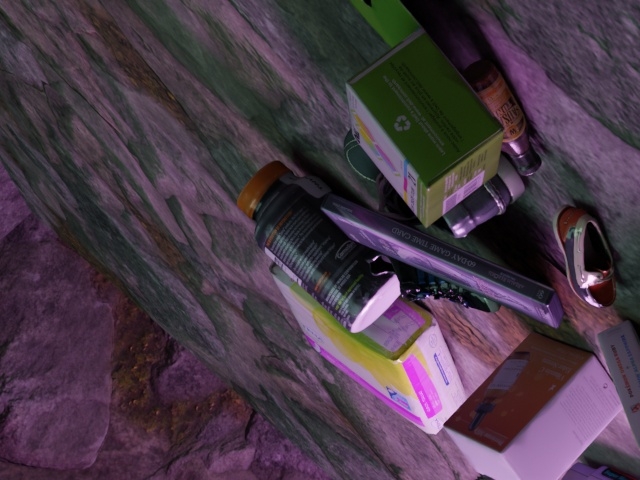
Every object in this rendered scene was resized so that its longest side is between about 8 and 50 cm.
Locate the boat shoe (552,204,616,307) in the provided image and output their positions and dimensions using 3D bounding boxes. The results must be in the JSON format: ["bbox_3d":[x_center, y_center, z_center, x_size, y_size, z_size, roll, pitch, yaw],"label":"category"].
[{"bbox_3d":[0.280,0.021,1.651,0.043,0.049,0.137,24,149,49],"label":"boat shoe"}]

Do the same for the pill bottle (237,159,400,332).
[{"bbox_3d":[0.000,0.000,2.183,0.246,0.130,0.130,43,165,12],"label":"pill bottle"}]

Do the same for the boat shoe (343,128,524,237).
[{"bbox_3d":[0.098,-0.071,1.791,0.116,0.099,0.319,52,165,-27],"label":"boat shoe"}]

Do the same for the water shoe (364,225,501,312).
[{"bbox_3d":[0.141,0.054,2.037,0.203,0.080,0.073,33,161,41],"label":"water shoe"}]

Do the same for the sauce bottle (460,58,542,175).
[{"bbox_3d":[0.180,-0.118,1.569,0.042,0.042,0.128,23,155,55],"label":"sauce bottle"}]

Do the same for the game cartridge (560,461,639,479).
[{"bbox_3d":[0.482,0.417,2.113,0.230,0.068,0.355,57,162,-22],"label":"game cartridge"}]

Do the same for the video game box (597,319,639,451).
[{"bbox_3d":[0.374,0.218,1.740,0.205,0.048,0.187,57,-168,-35],"label":"video game box"}]

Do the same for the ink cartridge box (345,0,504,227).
[{"bbox_3d":[0.064,-0.155,1.578,0.255,0.097,0.189,52,176,11],"label":"ink cartridge box"}]

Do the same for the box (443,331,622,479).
[{"bbox_3d":[0.260,0.212,1.954,0.091,0.170,0.130,54,162,-26],"label":"box"}]

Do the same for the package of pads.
[{"bbox_3d":[0.069,0.136,2.405,0.296,0.101,0.229,34,161,37],"label":"package of pads"}]

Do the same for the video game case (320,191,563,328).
[{"bbox_3d":[0.143,0.025,1.826,0.274,0.026,0.196,25,175,14],"label":"video game case"}]
